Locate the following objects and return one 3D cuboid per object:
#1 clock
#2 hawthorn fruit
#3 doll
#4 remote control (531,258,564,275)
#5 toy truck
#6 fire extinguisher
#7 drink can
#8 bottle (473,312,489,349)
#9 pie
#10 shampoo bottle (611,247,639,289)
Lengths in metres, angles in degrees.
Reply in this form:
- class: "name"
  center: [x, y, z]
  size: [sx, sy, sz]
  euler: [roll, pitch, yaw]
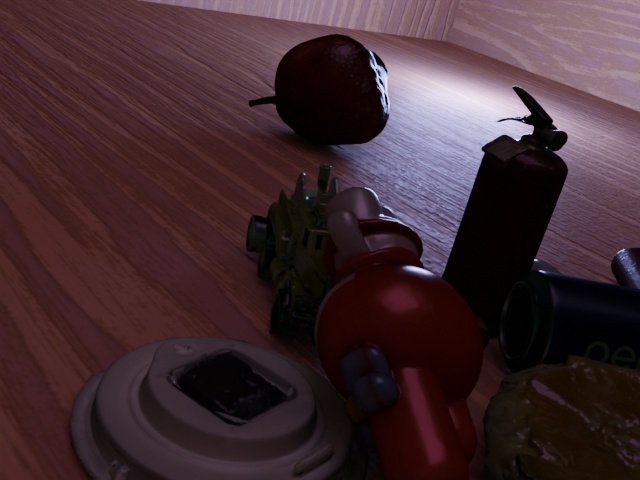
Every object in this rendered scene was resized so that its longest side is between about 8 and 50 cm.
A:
- class: "clock"
  center: [-0.071, 0.131, 0.594]
  size: [0.237, 0.053, 0.236]
  euler: [12, 24, -6]
- class: "hawthorn fruit"
  center: [-0.004, -0.284, 1.425]
  size: [0.266, 0.210, 0.230]
  euler: [0, 28, 8]
- class: "doll"
  center: [0.065, 0.086, 0.622]
  size: [0.161, 0.130, 0.290]
  euler: [43, 27, -49]
- class: "remote control"
  center: [0.328, 0.071, 1.006]
  size: [0.050, 0.027, 0.184]
  euler: [4, 26, -22]
- class: "toy truck"
  center: [0.000, 0.004, 0.829]
  size: [0.128, 0.135, 0.259]
  euler: [8, 27, -14]
- class: "fire extinguisher"
  center: [0.205, -0.030, 0.852]
  size: [0.105, 0.268, 0.104]
  euler: [12, 23, -5]
- class: "drink can"
  center: [0.300, 0.102, 0.800]
  size: [0.205, 0.118, 0.118]
  euler: [10, 23, -8]
- class: "bottle"
  center: [0.126, 0.077, 0.836]
  size: [0.053, 0.053, 0.140]
  euler: [1, 27, -30]
- class: "pie"
  center: [0.267, 0.202, 0.607]
  size: [0.307, 0.071, 0.306]
  euler: [9, 24, -4]
- class: "shampoo bottle"
  center: [0.459, 0.089, 0.995]
  size: [0.102, 0.064, 0.260]
  euler: [19, 23, 1]
